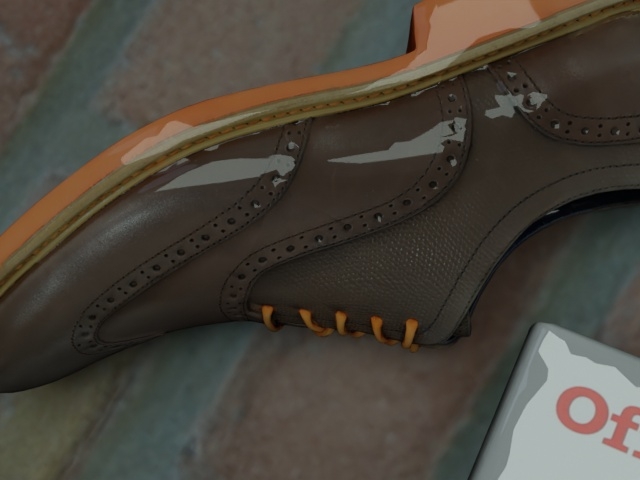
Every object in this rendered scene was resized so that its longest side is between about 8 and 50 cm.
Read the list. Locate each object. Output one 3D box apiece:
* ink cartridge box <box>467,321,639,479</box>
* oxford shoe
[{"bbox_3d":[0.126,0.194,0.411,0.201,0.117,0.278,22,85,14],"label":"ink cartridge box"},{"bbox_3d":[0.000,0.000,0.467,0.363,0.130,0.133,-26,83,7],"label":"oxford shoe"}]
